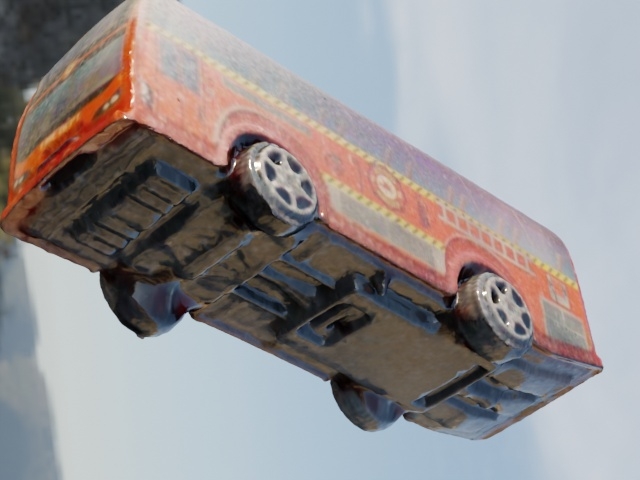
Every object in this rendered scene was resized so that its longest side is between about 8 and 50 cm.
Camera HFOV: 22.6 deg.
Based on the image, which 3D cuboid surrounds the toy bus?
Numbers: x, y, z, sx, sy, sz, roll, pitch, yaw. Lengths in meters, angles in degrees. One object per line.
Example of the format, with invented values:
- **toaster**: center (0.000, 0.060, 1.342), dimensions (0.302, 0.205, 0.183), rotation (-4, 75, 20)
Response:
- **toy bus**: center (0.000, 0.000, 0.466), dimensions (0.065, 0.192, 0.077), rotation (-37, -138, 30)
